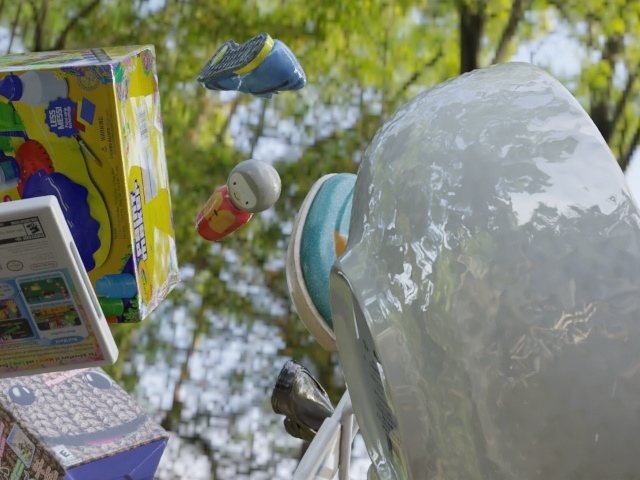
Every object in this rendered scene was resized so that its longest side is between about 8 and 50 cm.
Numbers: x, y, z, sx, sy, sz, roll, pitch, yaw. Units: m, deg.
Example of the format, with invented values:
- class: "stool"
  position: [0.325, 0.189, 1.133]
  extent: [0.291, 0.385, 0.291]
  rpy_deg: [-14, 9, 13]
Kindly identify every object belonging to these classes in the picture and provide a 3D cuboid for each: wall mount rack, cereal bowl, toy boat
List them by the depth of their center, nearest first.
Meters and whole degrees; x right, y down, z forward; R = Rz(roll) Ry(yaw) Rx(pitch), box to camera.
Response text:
- class: "cereal bowl"
  position: [0.094, 0.070, 0.930]
  extent: [0.141, 0.339, 0.339]
  rpy_deg: [-15, -36, -9]
- class: "wall mount rack"
  position: [0.020, 0.269, 1.524]
  extent: [0.130, 0.350, 0.304]
  rpy_deg: [24, -31, 13]
- class: "toy boat"
  position: [0.000, 0.000, 2.008]
  extent: [0.318, 0.267, 0.148]
  rpy_deg: [24, -39, -24]

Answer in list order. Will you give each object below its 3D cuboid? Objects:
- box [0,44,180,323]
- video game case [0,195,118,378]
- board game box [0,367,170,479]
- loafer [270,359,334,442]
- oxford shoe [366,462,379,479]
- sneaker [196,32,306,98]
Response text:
- class: "box"
  position: [-0.329, -0.062, 1.784]
  extent: [0.279, 0.177, 0.290]
  rpy_deg: [-3, -77, 11]
- class: "video game case"
  position: [-0.243, 0.040, 1.143]
  extent: [0.157, 0.019, 0.143]
  rpy_deg: [-8, -58, 15]
- class: "board game box"
  position: [-0.435, 0.307, 2.540]
  extent: [0.232, 0.291, 0.141]
  rpy_deg: [-13, -46, -49]
- class: "loafer"
  position: [-0.011, 0.182, 1.739]
  extent: [0.061, 0.062, 0.170]
  rpy_deg: [22, -18, 20]
- class: "oxford shoe"
  position: [0.230, 0.191, 1.266]
  extent: [0.397, 0.146, 0.140]
  rpy_deg: [-9, -37, -15]
- class: "sneaker"
  position: [-0.083, -0.198, 1.880]
  extent: [0.082, 0.069, 0.209]
  rpy_deg: [37, -14, -22]
